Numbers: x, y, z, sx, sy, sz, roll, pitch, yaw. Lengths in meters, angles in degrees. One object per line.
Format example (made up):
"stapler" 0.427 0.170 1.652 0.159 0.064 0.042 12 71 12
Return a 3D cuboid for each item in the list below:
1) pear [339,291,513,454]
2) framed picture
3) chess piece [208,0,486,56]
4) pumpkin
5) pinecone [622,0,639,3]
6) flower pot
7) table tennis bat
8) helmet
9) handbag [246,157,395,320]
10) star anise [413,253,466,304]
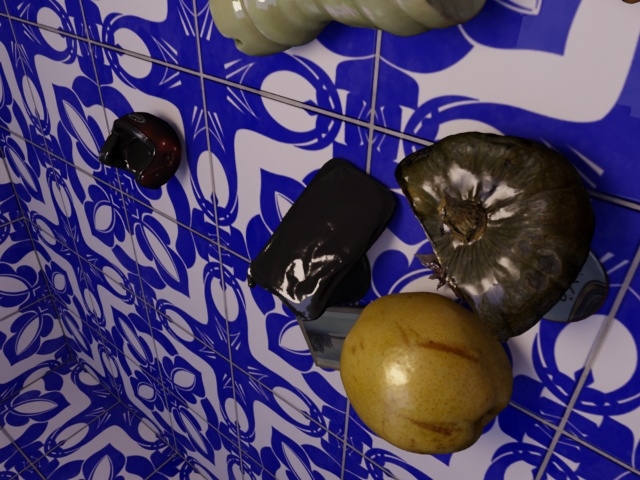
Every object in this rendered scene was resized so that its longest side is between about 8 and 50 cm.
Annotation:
"pear" 0.194 0.250 0.987 0.314 0.314 0.315 23 129 32
"framed picture" 0.058 0.256 1.325 0.289 0.016 0.213 -2 115 44
"chess piece" 0.021 -0.404 0.799 0.441 0.234 0.234 7 120 46
"pumpkin" 0.266 -0.043 0.759 0.232 0.242 0.325 -38 68 21
"pinecone" 0.309 -0.438 0.437 0.384 0.384 0.385 23 129 32
"flower pot" -0.020 0.076 1.191 0.235 0.148 0.236 23 128 33
"table tennis bat" 0.355 0.020 0.894 0.301 0.022 0.173 44 136 11
"helmet" -0.474 -0.241 1.383 0.189 0.193 0.216 29 144 24
"handbag" -0.001 0.003 1.057 0.191 0.075 0.332 37 93 19
"star anise" 0.238 0.054 0.997 0.129 0.056 0.124 30 133 26
